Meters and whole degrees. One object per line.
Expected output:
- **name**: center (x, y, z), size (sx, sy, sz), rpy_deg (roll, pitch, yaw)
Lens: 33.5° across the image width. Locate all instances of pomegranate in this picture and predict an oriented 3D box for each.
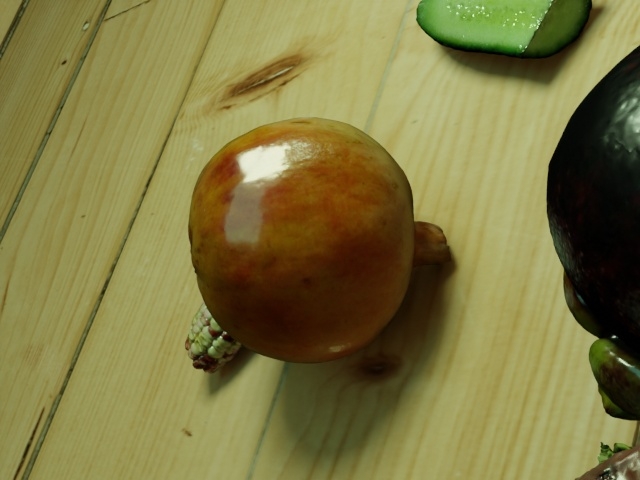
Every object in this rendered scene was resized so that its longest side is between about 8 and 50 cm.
- **pomegranate**: center (0.000, 0.000, 1.108), size (0.229, 0.270, 0.252), rpy_deg (100, 166, -87)

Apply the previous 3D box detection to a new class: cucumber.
- **cucumber**: center (0.200, -0.261, 1.212), size (0.244, 0.063, 0.115), rpy_deg (27, 93, 55)

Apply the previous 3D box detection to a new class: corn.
- **corn**: center (-0.073, 0.039, 1.287), size (0.280, 0.092, 0.092), rpy_deg (-50, 35, 14)

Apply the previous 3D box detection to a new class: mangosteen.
- **mangosteen**: center (0.302, -0.004, 0.709), size (0.297, 0.297, 0.313), rpy_deg (-10, 88, 47)

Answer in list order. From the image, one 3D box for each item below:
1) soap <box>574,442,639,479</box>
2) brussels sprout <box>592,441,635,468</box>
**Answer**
- **soap**: center (0.228, 0.210, 0.613), size (0.218, 0.273, 0.098), rpy_deg (-40, 36, 23)
- **brussels sprout**: center (0.228, 0.193, 0.825), size (0.085, 0.058, 0.085), rpy_deg (-158, 90, -88)
